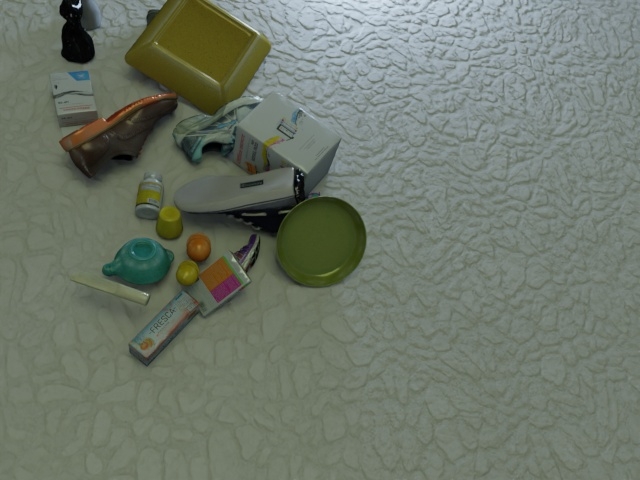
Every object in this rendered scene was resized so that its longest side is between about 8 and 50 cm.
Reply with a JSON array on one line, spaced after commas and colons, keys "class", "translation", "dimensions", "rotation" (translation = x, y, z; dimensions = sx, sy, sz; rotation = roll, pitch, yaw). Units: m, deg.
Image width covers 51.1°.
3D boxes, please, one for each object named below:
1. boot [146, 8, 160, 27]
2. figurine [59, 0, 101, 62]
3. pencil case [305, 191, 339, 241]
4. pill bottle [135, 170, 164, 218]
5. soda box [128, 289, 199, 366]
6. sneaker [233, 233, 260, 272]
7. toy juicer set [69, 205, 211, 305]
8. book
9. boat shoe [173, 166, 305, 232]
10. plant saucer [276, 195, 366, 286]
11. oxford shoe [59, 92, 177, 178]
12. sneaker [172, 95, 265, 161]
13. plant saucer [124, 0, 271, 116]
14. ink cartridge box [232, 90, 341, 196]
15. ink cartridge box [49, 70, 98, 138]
[{"class": "boot", "translation": [-0.448, -0.593, 1.988], "dimensions": [0.189, 0.076, 0.208], "rotation": [-1, 55, 0]}, {"class": "figurine", "translation": [-0.679, -0.651, 1.884], "dimensions": [0.092, 0.209, 0.215], "rotation": [6, 60, -11]}, {"class": "pencil case", "translation": [0.002, -0.056, 1.806], "dimensions": [0.070, 0.064, 0.152], "rotation": [-27, 71, -8]}, {"class": "pill bottle", "translation": [-0.441, -0.119, 1.734], "dimensions": [0.065, 0.065, 0.116], "rotation": [7, 60, -10]}, {"class": "soda box", "translation": [-0.366, 0.204, 1.575], "dimensions": [0.058, 0.063, 0.183], "rotation": [37, 59, 9]}, {"class": "sneaker", "translation": [-0.207, 0.045, 1.701], "dimensions": [0.071, 0.068, 0.170], "rotation": [26, 60, 8]}, {"class": "toy juicer set", "translation": [-0.405, 0.069, 1.619], "dimensions": [0.209, 0.089, 0.329], "rotation": [34, 51, 14]}, {"class": "book", "translation": [-0.251, 0.106, 1.640], "dimensions": [0.144, 0.035, 0.096], "rotation": [-36, 74, 2]}, {"class": "boat shoe", "translation": [-0.199, -0.082, 1.738], "dimensions": [0.340, 0.158, 0.127], "rotation": [-6, 42, 8]}, {"class": "plant saucer", "translation": [0.000, 0.000, 1.723], "dimensions": [0.241, 0.037, 0.241], "rotation": [-4, 107, -15]}, {"class": "oxford shoe", "translation": [-0.516, -0.288, 1.800], "dimensions": [0.363, 0.130, 0.133], "rotation": [-38, 109, -35]}, {"class": "sneaker", "translation": [-0.260, -0.302, 1.868], "dimensions": [0.283, 0.110, 0.122], "rotation": [-27, 78, -16]}, {"class": "plant saucer", "translation": [-0.339, -0.567, 1.943], "dimensions": [0.332, 0.081, 0.333], "rotation": [31, 64, -10]}, {"class": "ink cartridge box", "translation": [-0.097, -0.249, 1.826], "dimensions": [0.232, 0.171, 0.168], "rotation": [36, 60, 8]}, {"class": "ink cartridge box", "translation": [-0.667, -0.371, 1.820], "dimensions": [0.104, 0.060, 0.180], "rotation": [-12, 65, -20]}]
